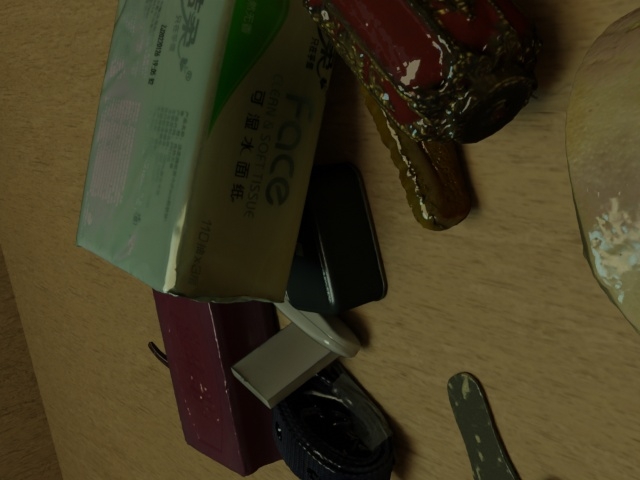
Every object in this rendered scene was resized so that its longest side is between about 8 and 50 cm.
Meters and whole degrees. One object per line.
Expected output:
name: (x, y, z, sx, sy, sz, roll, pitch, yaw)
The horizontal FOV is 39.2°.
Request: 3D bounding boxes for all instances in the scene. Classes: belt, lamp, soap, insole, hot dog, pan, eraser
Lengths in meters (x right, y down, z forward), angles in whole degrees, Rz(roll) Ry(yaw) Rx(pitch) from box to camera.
belt: (0.015, 0.296, 1.347, 0.230, 0.140, 0.126, 42, 145, 35)
lamp: (0.099, -0.222, 0.909, 0.274, 0.177, 0.177, 53, 144, 23)
soap: (-0.171, 0.206, 1.579, 0.233, 0.128, 0.359, 9, 112, 55)
insole: (0.219, 0.286, 1.146, 0.081, 0.011, 0.248, -21, 88, 55)
hot dog: (0.097, -0.149, 1.041, 0.068, 0.083, 0.289, 155, 95, -77)
pan: (-0.284, 0.283, 1.862, 0.212, 0.040, 0.115, 46, 142, 22)
eraser: (-0.048, 0.180, 1.358, 0.104, 0.150, 0.023, 33, 150, 44)

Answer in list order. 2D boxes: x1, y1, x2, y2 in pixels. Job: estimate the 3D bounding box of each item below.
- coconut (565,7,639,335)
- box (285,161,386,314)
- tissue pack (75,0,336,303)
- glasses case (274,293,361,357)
coconut: (0.306, -0.038, 0.608, 0.329, 0.329, 0.329, 32, 131, 45)
box: (0.000, 0.000, 1.248, 0.144, 0.090, 0.201, 3, 109, 56)
tissue pack: (-0.155, -0.148, 1.188, 0.332, 0.205, 0.405, 19, 97, 50)
glasses case: (-0.014, 0.112, 1.339, 0.193, 0.074, 0.049, 38, 96, 40)
